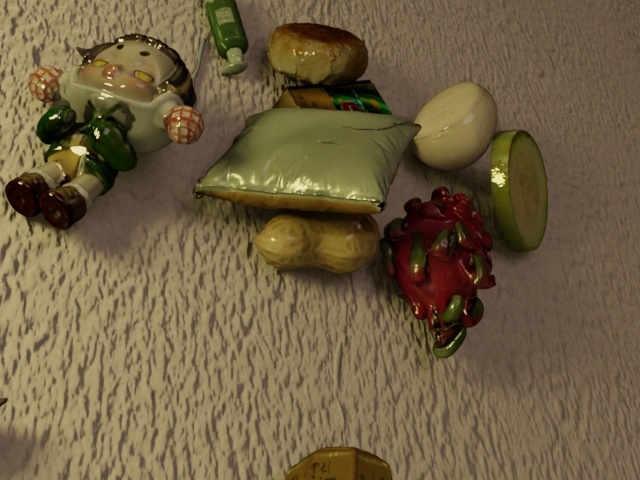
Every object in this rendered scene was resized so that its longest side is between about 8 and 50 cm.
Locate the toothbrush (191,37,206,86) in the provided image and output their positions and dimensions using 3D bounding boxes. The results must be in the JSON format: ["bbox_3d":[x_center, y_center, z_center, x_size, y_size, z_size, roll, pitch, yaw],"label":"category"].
[{"bbox_3d":[-0.222,-0.299,1.614,0.019,0.013,0.193,21,46,-14],"label":"toothbrush"}]

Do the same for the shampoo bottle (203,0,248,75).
[{"bbox_3d":[-0.175,-0.393,1.696,0.065,0.065,0.204,6,55,-37],"label":"shampoo bottle"}]

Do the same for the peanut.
[{"bbox_3d":[0.000,0.000,1.484,0.237,0.110,0.120,-3,69,-39],"label":"peanut"}]

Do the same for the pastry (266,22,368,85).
[{"bbox_3d":[-0.002,-0.355,1.733,0.182,0.093,0.193,28,29,34],"label":"pastry"}]

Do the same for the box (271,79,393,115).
[{"bbox_3d":[0.041,-0.216,1.722,0.240,0.071,0.159,-15,65,-44],"label":"box"}]

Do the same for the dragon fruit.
[{"bbox_3d":[0.217,0.048,1.574,0.198,0.218,0.272,-26,78,-9],"label":"dragon fruit"}]

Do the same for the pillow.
[{"bbox_3d":[-0.011,-0.134,1.483,0.310,0.119,0.312,3,32,14],"label":"pillow"}]

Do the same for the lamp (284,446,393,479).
[{"bbox_3d":[0.025,0.368,1.174,0.161,0.161,0.185,24,47,-23],"label":"lamp"}]

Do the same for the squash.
[{"bbox_3d":[0.406,-0.101,1.859,0.252,0.049,0.251,17,71,-59],"label":"squash"}]

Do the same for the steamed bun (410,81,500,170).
[{"bbox_3d":[0.278,-0.223,1.853,0.130,0.177,0.228,56,32,-21],"label":"steamed bun"}]

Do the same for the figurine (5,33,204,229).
[{"bbox_3d":[-0.306,-0.167,1.331,0.281,0.167,0.370,18,50,12],"label":"figurine"}]

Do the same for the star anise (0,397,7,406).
[{"bbox_3d":[-0.448,0.216,0.976,0.172,0.063,0.208,25,48,-17],"label":"star anise"}]
